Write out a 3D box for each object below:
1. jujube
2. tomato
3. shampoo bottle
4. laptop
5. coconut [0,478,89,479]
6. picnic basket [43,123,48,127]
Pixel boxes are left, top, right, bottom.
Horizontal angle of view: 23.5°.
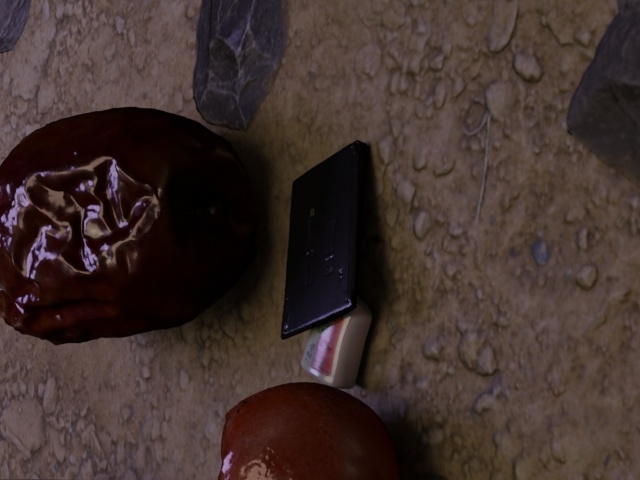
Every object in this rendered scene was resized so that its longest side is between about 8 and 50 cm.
[{"bbox_3d":[-0.253,-0.015,1.822,0.377,0.276,0.276,-9,79,38],"label":"jujube"},{"bbox_3d":[-0.011,0.244,1.538,0.208,0.184,0.208,-174,90,-87],"label":"tomato"},{"bbox_3d":[0.019,0.100,1.627,0.072,0.043,0.099,30,109,49],"label":"shampoo bottle"},{"bbox_3d":[0.000,0.000,1.644,0.135,0.016,0.197,-28,49,47],"label":"laptop"},{"bbox_3d":[-0.360,0.406,1.876,0.244,0.239,0.239,-9,78,22],"label":"coconut"},{"bbox_3d":[-0.335,-0.124,2.086,0.083,0.072,0.072,13,97,19],"label":"picnic basket"}]
